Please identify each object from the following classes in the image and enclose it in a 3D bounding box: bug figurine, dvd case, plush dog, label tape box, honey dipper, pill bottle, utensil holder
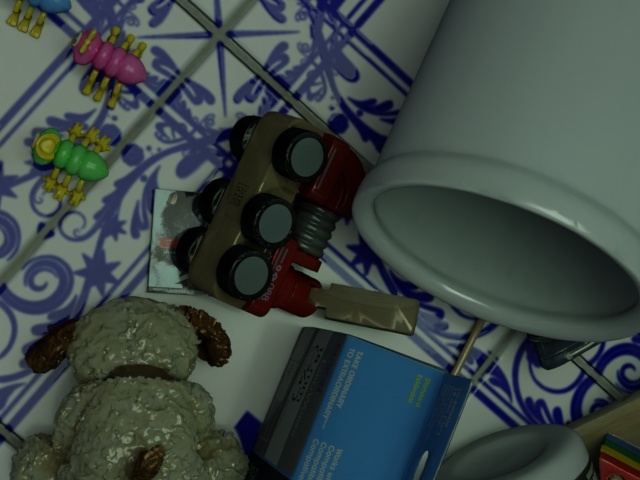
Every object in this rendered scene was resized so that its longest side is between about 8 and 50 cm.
[{"bbox_3d":[-0.309,-0.171,1.410,0.216,0.072,0.279,23,83,-12],"label":"bug figurine"},{"bbox_3d":[-0.152,0.003,1.472,0.087,0.013,0.120,5,89,-13],"label":"dvd case"},{"bbox_3d":[-0.204,0.167,1.383,0.262,0.211,0.225,-2,66,-13],"label":"plush dog"},{"bbox_3d":[0.017,0.220,1.341,0.105,0.333,0.241,23,83,-11],"label":"label tape box"},{"bbox_3d":[0.170,0.143,1.536,0.030,0.030,0.161,31,80,-10],"label":"honey dipper"},{"bbox_3d":[0.262,0.394,1.464,0.187,0.188,0.334,-24,99,-13],"label":"pill bottle"},{"bbox_3d":[0.252,-0.135,1.385,0.327,0.327,0.386,28,68,-11],"label":"utensil holder"}]

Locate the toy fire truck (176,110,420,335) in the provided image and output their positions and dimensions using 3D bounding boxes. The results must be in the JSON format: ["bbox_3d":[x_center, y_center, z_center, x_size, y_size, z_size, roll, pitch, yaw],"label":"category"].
[{"bbox_3d":[0.000,0.000,1.456,0.246,0.158,0.217,28,86,-39],"label":"toy fire truck"}]

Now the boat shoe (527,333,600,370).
[{"bbox_3d":[0.355,0.078,1.540,0.254,0.095,0.079,-24,103,-29],"label":"boat shoe"}]

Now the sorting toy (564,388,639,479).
[{"bbox_3d":[0.435,0.293,1.489,0.257,0.089,0.255,-33,98,29],"label":"sorting toy"}]
